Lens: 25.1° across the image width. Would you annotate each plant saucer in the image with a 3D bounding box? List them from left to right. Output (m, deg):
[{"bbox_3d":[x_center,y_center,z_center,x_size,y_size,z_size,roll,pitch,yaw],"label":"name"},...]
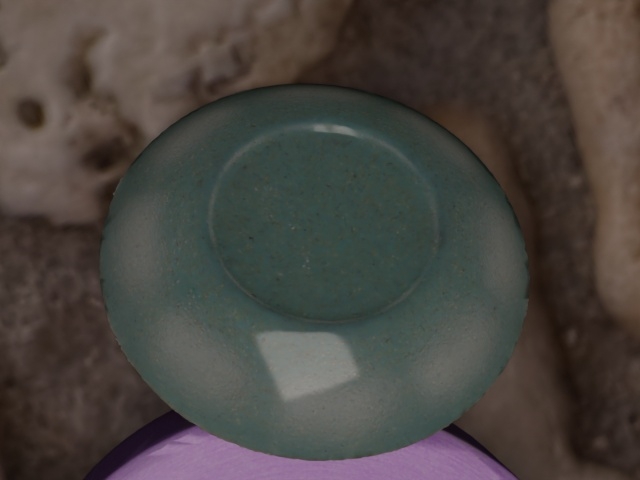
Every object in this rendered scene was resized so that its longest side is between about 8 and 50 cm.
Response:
[{"bbox_3d":[0.000,0.000,0.632,0.195,0.037,0.194,3,61,-5],"label":"plant saucer"}]

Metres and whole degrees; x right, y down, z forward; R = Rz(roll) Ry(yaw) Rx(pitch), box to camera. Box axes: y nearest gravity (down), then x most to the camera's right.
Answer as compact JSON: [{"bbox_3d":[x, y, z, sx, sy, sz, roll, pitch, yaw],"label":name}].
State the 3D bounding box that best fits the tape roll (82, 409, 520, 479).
[{"bbox_3d":[-0.007,0.205,0.660,0.275,0.090,0.274,0,92,-4],"label":"tape roll"}]
